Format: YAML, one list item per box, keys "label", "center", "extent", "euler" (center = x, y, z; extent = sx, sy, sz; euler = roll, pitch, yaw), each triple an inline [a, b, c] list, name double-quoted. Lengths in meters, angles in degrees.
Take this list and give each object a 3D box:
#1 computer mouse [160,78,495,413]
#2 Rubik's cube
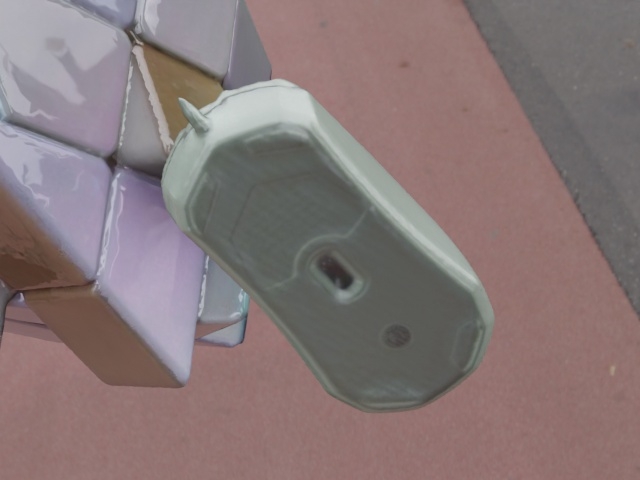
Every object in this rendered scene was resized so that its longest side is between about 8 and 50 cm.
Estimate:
- label: "computer mouse"
  center: [0.000, 0.000, 0.407]
  extent: [0.089, 0.181, 0.056]
  euler: [-40, 19, 11]
- label: "Rubik's cube"
  center: [-0.201, -0.082, 0.712]
  extent: [0.358, 0.368, 0.387]
  euler: [-7, 72, 37]
